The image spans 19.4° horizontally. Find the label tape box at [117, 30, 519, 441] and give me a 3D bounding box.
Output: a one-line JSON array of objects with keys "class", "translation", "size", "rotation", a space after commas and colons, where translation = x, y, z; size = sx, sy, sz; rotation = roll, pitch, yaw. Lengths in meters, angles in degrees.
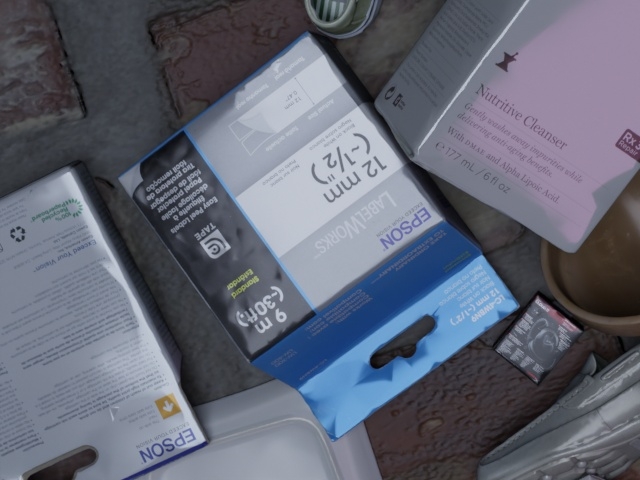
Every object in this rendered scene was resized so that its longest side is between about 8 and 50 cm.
[{"class": "label tape box", "translation": [0.000, 0.000, 1.896], "size": [0.249, 0.115, 0.348], "rotation": [-36, 85, 9]}]

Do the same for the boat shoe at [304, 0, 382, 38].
[{"class": "boat shoe", "translation": [0.036, -0.352, 1.865], "size": [0.109, 0.094, 0.302], "rotation": [4, 97, 7]}]

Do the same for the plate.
[{"class": "plate", "translation": [-0.064, 0.298, 1.996], "size": [0.277, 0.045, 0.278], "rotation": [-19, 95, 10]}]

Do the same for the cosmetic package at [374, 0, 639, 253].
[{"class": "cosmetic package", "translation": [0.255, -0.209, 1.788], "size": [0.217, 0.156, 0.385], "rotation": [29, 105, -24]}]

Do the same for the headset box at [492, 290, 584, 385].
[{"class": "headset box", "translation": [0.227, 0.097, 1.932], "size": [0.062, 0.032, 0.083], "rotation": [38, 100, 1]}]

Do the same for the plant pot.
[{"class": "plant pot", "translation": [0.343, 0.002, 1.840], "size": [0.237, 0.237, 0.110], "rotation": [-41, 132, 11]}]

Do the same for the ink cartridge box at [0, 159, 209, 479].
[{"class": "ink cartridge box", "translation": [-0.325, 0.129, 1.998], "size": [0.324, 0.071, 0.330], "rotation": [-25, 97, 10]}]

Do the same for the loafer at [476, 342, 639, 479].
[{"class": "loafer", "translation": [0.295, 0.169, 1.907], "size": [0.319, 0.112, 0.111], "rotation": [-30, 56, 15]}]

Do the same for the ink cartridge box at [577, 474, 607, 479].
[{"class": "ink cartridge box", "translation": [0.247, 0.311, 1.903], "size": [0.135, 0.056, 0.099], "rotation": [-34, 49, 31]}]
